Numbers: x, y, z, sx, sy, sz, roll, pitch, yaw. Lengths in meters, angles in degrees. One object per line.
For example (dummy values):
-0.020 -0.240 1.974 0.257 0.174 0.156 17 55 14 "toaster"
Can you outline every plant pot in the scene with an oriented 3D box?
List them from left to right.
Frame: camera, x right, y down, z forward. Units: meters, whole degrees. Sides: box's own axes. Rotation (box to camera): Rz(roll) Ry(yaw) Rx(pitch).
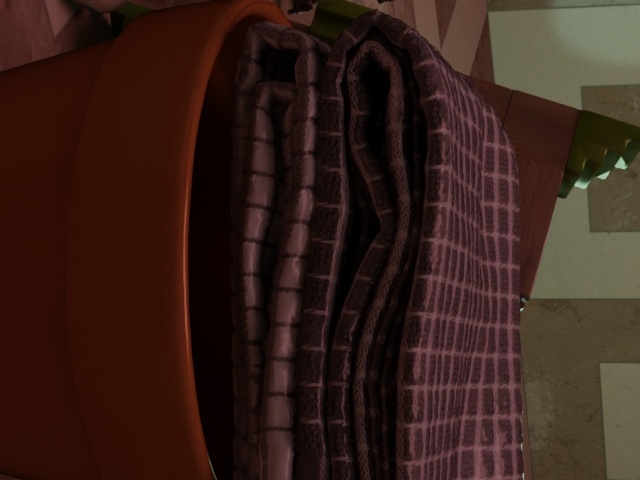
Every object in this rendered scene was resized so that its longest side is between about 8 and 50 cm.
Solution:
-0.121 0.015 0.863 0.291 0.203 0.290 0 90 -75 "plant pot"

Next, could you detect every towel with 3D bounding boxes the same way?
0.037 0.041 0.833 0.235 0.121 0.283 18 72 -74 "towel"

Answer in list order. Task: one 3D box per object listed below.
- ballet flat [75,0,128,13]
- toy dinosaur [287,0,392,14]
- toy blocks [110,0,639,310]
-0.149 -0.239 1.067 0.052 0.057 0.168 -7 96 -66 "ballet flat"
0.011 -0.338 1.570 0.295 0.127 0.200 -62 142 -72 "toy dinosaur"
0.000 0.000 1.066 0.191 0.381 0.261 105 2 -69 "toy blocks"
